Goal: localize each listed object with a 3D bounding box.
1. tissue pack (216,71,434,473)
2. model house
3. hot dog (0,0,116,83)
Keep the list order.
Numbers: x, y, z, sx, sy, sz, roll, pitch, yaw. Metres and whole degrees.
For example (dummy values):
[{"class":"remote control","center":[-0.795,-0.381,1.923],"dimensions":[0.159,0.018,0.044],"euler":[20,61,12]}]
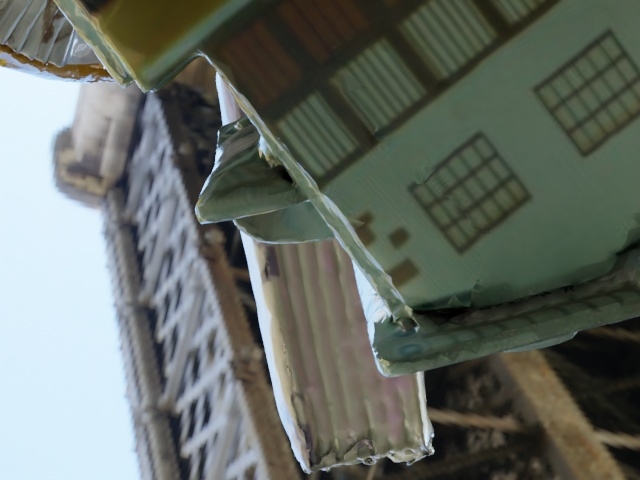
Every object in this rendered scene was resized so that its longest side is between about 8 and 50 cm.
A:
[{"class":"tissue pack","center":[0.000,0.000,1.164],"dimensions":[0.125,0.344,0.242],"euler":[-10,-177,-3]},{"class":"model house","center":[0.035,-0.084,0.538],"dimensions":[0.215,0.198,0.224],"euler":[53,-175,-11]},{"class":"hot dog","center":[-0.143,-0.154,0.854],"dimensions":[0.144,0.075,0.268],"euler":[54,-161,7]}]
